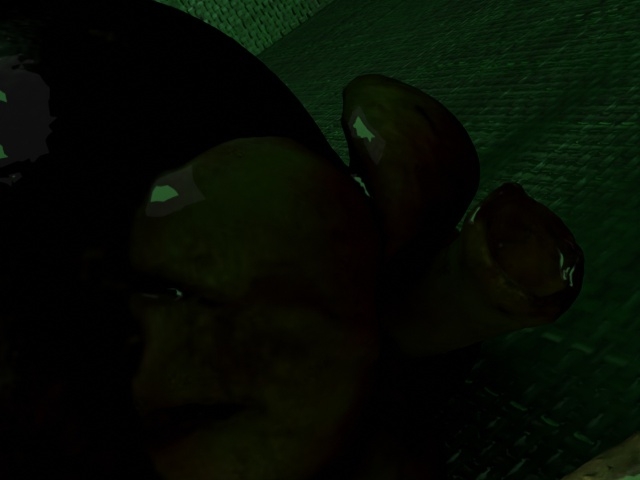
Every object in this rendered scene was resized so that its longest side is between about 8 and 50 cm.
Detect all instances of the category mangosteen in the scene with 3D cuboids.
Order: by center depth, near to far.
[{"bbox_3d":[-0.087,0.031,0.537,0.434,0.382,0.382,-16,21,7],"label":"mangosteen"}]

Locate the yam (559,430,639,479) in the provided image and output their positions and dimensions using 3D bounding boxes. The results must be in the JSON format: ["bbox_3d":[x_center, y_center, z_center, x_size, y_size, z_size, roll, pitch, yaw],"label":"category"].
[{"bbox_3d":[0.061,0.169,0.399,0.299,0.066,0.066,-34,19,-1],"label":"yam"}]
